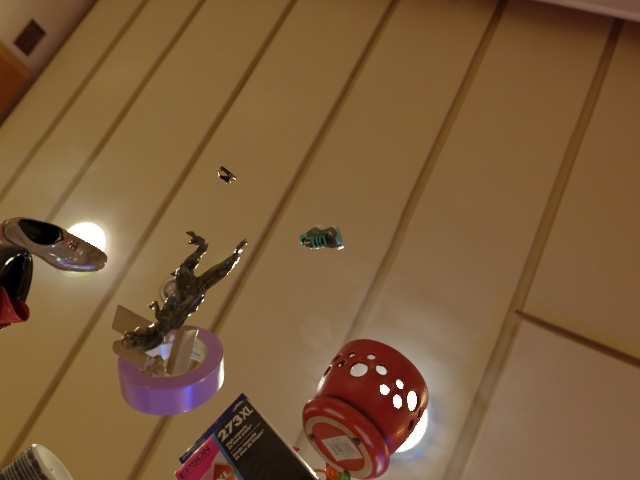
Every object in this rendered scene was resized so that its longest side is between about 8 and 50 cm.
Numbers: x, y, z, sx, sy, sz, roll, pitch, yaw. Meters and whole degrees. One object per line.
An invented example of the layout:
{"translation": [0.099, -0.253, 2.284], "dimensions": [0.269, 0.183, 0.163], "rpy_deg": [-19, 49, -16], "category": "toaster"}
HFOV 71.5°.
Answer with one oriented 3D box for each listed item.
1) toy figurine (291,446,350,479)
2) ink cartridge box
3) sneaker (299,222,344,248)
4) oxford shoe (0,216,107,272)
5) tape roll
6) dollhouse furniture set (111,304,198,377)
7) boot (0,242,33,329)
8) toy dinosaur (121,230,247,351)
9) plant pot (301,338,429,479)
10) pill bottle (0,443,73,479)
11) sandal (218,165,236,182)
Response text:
{"translation": [-0.027, 0.487, 0.896], "dimensions": [0.159, 0.130, 0.173], "rpy_deg": [5, -93, 16], "category": "toy figurine"}
{"translation": [-0.129, 0.394, 0.743], "dimensions": [0.176, 0.069, 0.371], "rpy_deg": [-44, -150, -18], "category": "ink cartridge box"}
{"translation": [0.000, 0.000, 1.093], "dimensions": [0.076, 0.166, 0.065], "rpy_deg": [-24, -79, -19], "category": "sneaker"}
{"translation": [-0.861, 0.022, 1.481], "dimensions": [0.130, 0.348, 0.123], "rpy_deg": [-12, -116, 35], "category": "oxford shoe"}
{"translation": [-0.408, 0.348, 1.231], "dimensions": [0.274, 0.275, 0.090], "rpy_deg": [11, -66, 13], "category": "tape roll"}
{"translation": [-0.396, 0.236, 1.054], "dimensions": [0.123, 0.151, 0.144], "rpy_deg": [19, -86, 25], "category": "dollhouse furniture set"}
{"translation": [-0.406, 0.102, 0.446], "dimensions": [0.176, 0.088, 0.244], "rpy_deg": [17, -108, 6], "category": "boot"}
{"translation": [-0.193, 0.060, 0.659], "dimensions": [0.268, 0.064, 0.118], "rpy_deg": [-43, -143, 19], "category": "toy dinosaur"}
{"translation": [0.072, 0.299, 0.791], "dimensions": [0.191, 0.191, 0.174], "rpy_deg": [33, -138, 19], "category": "plant pot"}
{"translation": [-0.598, 0.511, 0.812], "dimensions": [0.130, 0.130, 0.245], "rpy_deg": [40, -118, 20], "category": "pill bottle"}
{"translation": [-0.339, -0.233, 1.587], "dimensions": [0.067, 0.179, 0.040], "rpy_deg": [36, -90, -7], "category": "sandal"}
